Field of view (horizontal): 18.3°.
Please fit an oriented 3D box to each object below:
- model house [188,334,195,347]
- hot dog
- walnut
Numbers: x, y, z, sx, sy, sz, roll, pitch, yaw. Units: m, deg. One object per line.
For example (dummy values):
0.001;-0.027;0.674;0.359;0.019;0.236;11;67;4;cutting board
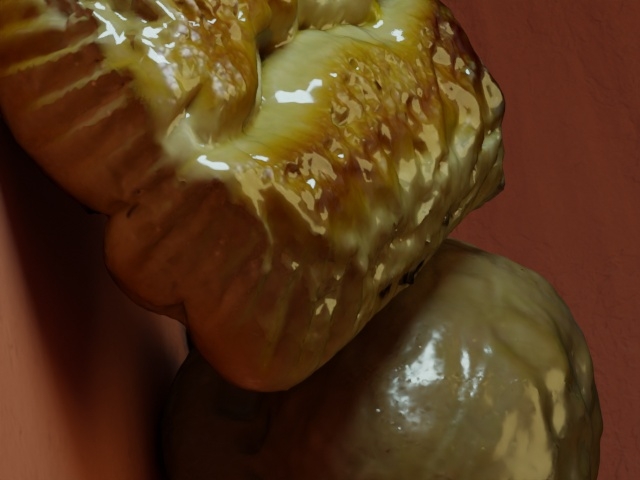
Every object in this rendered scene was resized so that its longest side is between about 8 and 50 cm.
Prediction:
-0.041;0.067;1.797;0.271;0.190;0.301;57;35;-82;model house
-0.056;-0.088;1.349;0.367;0.196;0.365;52;30;-8;hot dog
0.058;0.173;1.534;0.383;0.383;0.383;-14;90;-84;walnut
